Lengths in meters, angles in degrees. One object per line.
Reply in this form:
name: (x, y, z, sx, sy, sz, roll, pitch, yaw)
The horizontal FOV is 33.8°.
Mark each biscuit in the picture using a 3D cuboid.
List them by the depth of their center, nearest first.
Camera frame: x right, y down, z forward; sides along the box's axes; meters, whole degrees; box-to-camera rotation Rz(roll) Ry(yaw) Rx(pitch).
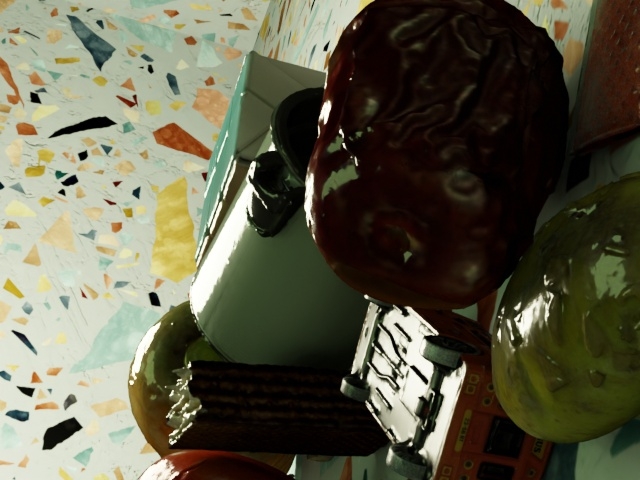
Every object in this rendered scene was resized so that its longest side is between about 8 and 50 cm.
biscuit: (-0.041, 0.179, 1.113, 0.106, 0.252, 0.070, 128, 144, -56)

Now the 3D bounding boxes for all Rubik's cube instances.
Rubik's cube: (-0.033, -0.082, 1.443, 0.225, 0.221, 0.231, 116, 163, -46)

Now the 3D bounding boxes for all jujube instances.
jujube: (0.089, -0.070, 0.806, 0.342, 0.216, 0.216, -68, -2, -62)

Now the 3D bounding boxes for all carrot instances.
carrot: (-0.132, 0.217, 1.411, 0.341, 0.224, 0.224, 89, -172, -64)

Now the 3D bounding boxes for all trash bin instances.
trash bin: (0.000, 0.000, 1.157, 0.217, 0.277, 0.262, 54, 133, 27)

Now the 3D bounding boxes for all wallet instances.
wallet: (0.232, -0.167, 0.804, 0.103, 0.020, 0.196, 146, 136, -74)

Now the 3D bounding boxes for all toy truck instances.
toy truck: (0.099, 0.116, 0.871, 0.253, 0.114, 0.107, -134, 57, -74)

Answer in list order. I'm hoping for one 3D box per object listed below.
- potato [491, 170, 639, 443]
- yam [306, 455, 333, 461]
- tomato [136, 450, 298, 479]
potato: (0.165, 0.045, 0.641, 0.251, 0.113, 0.149, 131, 157, -66)
yam: (0.011, 0.173, 1.375, 0.057, 0.056, 0.241, 120, 160, -54)
tomato: (-0.084, 0.363, 1.144, 0.298, 0.226, 0.299, 14, 107, 52)
